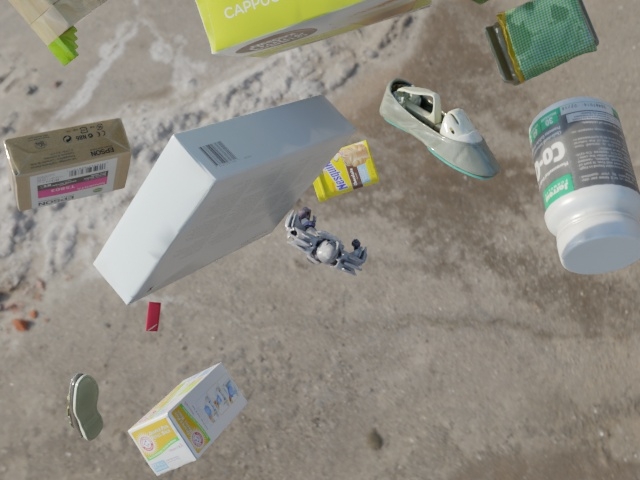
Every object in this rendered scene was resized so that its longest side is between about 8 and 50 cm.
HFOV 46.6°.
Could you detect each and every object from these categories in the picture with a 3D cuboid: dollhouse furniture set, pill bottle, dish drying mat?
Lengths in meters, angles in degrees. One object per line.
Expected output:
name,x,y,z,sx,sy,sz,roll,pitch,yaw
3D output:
dollhouse furniture set,0.398,-0.485,1.489,0.198,0.151,0.301,-25,78,31
pill bottle,0.590,-0.122,1.646,0.204,0.204,0.360,-13,57,19
dish drying mat,-0.435,0.199,1.932,0.032,0.083,0.008,6,20,-14

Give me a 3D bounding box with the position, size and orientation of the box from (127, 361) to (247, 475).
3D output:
box,-0.249,0.337,1.417,0.114,0.203,0.103,-29,95,27

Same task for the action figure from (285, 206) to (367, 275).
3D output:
action figure,0.000,0.000,1.577,0.099,0.185,0.285,-53,13,-2

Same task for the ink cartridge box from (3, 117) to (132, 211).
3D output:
ink cartridge box,-0.524,-0.156,1.546,0.235,0.193,0.088,-17,76,-23

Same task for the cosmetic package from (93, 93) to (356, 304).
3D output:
cosmetic package,-0.140,-0.075,1.167,0.097,0.377,0.284,46,125,10

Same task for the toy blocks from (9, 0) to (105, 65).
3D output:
toy blocks,-0.521,-0.571,1.429,0.191,0.381,0.261,-17,29,43

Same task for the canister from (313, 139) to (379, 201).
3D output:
canister,0.061,-0.188,1.986,0.170,0.073,0.126,-18,100,6

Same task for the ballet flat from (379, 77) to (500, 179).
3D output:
ballet flat,0.161,-0.159,1.011,0.072,0.068,0.213,-19,45,-35

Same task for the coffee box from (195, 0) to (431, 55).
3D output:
coffee box,-0.030,-0.506,1.201,0.338,0.334,0.338,-15,100,13

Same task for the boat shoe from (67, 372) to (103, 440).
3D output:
boat shoe,-0.602,0.411,1.862,0.069,0.227,0.081,24,41,23
